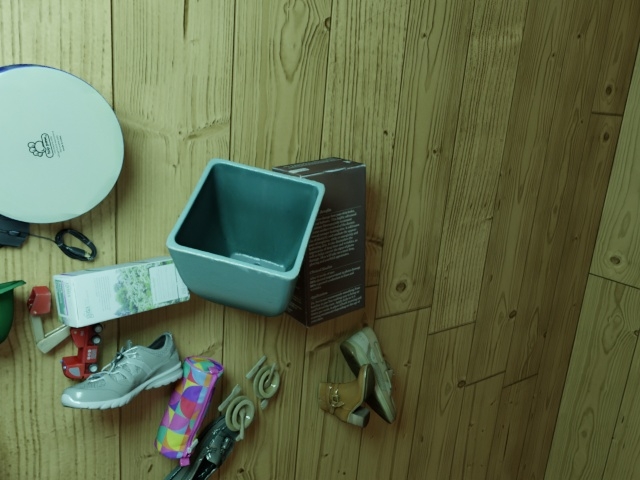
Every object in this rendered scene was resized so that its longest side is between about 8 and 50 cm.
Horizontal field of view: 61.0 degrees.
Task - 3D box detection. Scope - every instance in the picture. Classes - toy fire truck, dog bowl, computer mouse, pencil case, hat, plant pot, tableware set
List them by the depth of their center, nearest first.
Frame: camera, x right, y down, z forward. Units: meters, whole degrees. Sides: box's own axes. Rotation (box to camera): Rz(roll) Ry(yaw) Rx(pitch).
[{"bbox_3d":[-0.565,0.177,0.924,0.173,0.208,0.183,-14,98,-6],"label":"hat"},{"bbox_3d":[-0.484,-0.166,0.935,0.265,0.104,0.265,-13,112,-34],"label":"dog bowl"},{"bbox_3d":[-0.527,-0.004,0.997,0.242,0.041,0.071,18,93,-40],"label":"computer mouse"},{"bbox_3d":[-0.506,0.186,1.072,0.135,0.047,0.192,3,104,-38],"label":"toy fire truck"},{"bbox_3d":[-0.148,0.024,1.134,0.252,0.247,0.248,100,5,-51],"label":"plant pot"},{"bbox_3d":[-0.303,0.389,1.262,0.104,0.104,0.236,15,94,-40],"label":"pencil case"},{"bbox_3d":[-0.163,0.400,1.377,0.194,0.039,0.128,-46,129,-38],"label":"tableware set"}]

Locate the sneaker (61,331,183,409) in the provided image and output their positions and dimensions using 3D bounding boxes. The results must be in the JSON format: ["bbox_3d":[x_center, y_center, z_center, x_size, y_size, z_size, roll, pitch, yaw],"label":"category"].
[{"bbox_3d":[-0.410,0.266,1.124,0.281,0.105,0.115,-13,98,-62],"label":"sneaker"}]

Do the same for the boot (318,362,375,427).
[{"bbox_3d":[0.068,0.418,1.522,0.073,0.152,0.197,-12,113,-58],"label":"boot"}]

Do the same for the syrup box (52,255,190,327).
[{"bbox_3d":[-0.385,0.094,1.069,0.237,0.096,0.093,-11,98,-44],"label":"syrup box"}]

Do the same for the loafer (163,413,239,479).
[{"bbox_3d":[-0.282,0.553,1.340,0.267,0.084,0.096,-48,127,-15],"label":"loafer"}]

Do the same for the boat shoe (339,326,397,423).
[{"bbox_3d":[0.171,0.407,1.615,0.110,0.121,0.341,-36,122,-22],"label":"boat shoe"}]

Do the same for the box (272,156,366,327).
[{"bbox_3d":[0.000,0.000,1.340,0.191,0.143,0.381,-14,115,-33],"label":"box"}]
